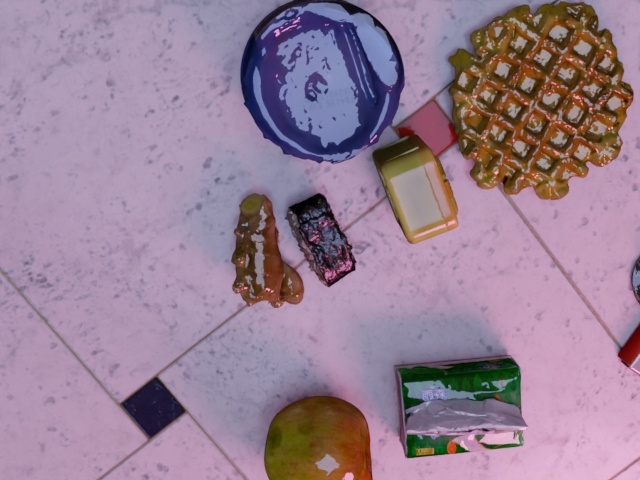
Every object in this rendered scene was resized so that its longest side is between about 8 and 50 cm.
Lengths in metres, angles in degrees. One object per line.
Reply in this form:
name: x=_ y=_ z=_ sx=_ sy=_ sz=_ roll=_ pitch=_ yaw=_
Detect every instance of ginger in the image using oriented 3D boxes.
ginger: x=-0.105 y=0.030 z=1.957 sx=0.115 sy=0.081 sz=0.206 roll=-23 pitch=104 yaw=-5

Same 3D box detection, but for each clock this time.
clock: x=0.151 y=-0.085 z=1.888 sx=0.096 sy=0.202 sz=0.143 roll=-24 pitch=103 yaw=2

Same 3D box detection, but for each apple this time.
apple: x=-0.002 y=0.359 z=1.981 sx=0.195 sy=0.196 sz=0.196 roll=-1 pitch=102 yaw=-4

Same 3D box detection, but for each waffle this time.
waffle: x=0.364 y=-0.227 z=1.943 sx=0.302 sy=0.068 sz=0.325 roll=-16 pitch=104 yaw=0

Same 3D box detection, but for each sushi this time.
sushi: x=0.000 y=0.000 z=1.955 sx=0.078 sy=0.090 sz=0.150 roll=-28 pitch=108 yaw=-6

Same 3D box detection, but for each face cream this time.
face cream: x=-0.002 y=-0.253 z=1.834 sx=0.248 sy=0.225 sz=0.249 roll=0 pitch=101 yaw=-2

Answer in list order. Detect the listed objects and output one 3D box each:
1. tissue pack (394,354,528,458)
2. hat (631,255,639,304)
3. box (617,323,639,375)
tissue pack: x=0.238 y=0.287 z=1.997 sx=0.208 sy=0.156 sz=0.148 roll=-4 pitch=100 yaw=-2
hat: x=0.584 y=0.066 z=2.011 sx=0.121 sy=0.050 sz=0.121 roll=-3 pitch=79 yaw=13
box: x=0.644 y=0.223 z=2.062 sx=0.229 sy=0.050 sz=0.123 roll=33 pitch=96 yaw=-9
